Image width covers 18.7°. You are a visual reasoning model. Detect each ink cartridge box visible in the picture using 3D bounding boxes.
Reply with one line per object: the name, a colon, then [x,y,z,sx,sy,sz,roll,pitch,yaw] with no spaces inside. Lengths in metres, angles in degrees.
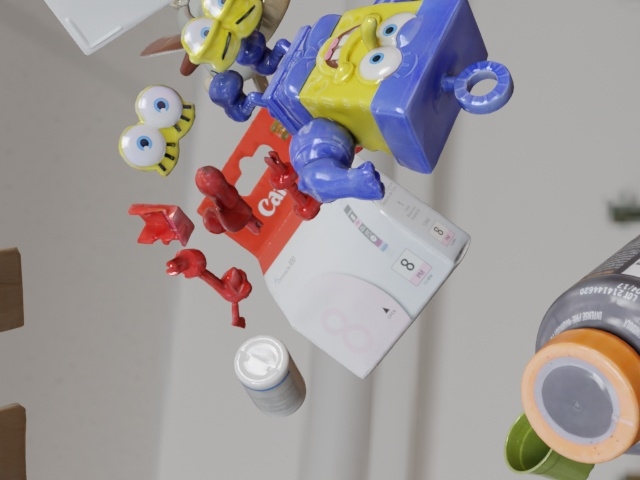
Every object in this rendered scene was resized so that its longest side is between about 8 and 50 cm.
ink cartridge box: [0.000,0.000,1.836,0.189,0.232,0.066,-55,3,42]

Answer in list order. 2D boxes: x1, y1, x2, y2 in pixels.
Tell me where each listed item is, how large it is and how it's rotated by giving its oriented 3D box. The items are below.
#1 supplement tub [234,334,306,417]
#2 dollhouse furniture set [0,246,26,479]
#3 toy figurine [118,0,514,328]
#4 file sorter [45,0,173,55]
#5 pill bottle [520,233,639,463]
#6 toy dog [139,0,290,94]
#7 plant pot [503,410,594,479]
supplement tub: [-0.061,0.167,2.376,0.107,0.071,0.071,67,-147,-59]
dollhouse furniture set: [-0.456,0.199,1.576,0.256,0.362,0.394,-12,-79,-66]
toy figurine: [0.053,-0.111,1.314,0.191,0.217,0.362,56,-129,-39]
file sorter: [-0.170,-0.354,1.862,0.193,0.277,0.173,54,-173,-30]
pill bottle: [0.235,0.067,1.357,0.245,0.130,0.130,-30,-62,-49]
toy dog: [-0.137,-0.240,2.367,0.161,0.220,0.333,-63,-7,19]
plant pot: [0.258,0.233,2.131,0.079,0.083,0.083,31,-121,-30]
